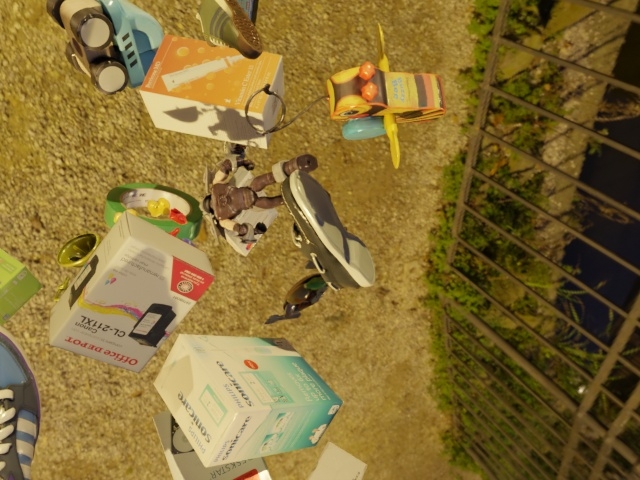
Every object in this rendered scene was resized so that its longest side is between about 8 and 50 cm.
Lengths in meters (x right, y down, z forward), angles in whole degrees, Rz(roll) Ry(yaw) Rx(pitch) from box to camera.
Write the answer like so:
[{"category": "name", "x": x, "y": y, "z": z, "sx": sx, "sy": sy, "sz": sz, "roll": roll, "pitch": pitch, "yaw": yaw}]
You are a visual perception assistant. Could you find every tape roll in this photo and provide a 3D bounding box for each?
[{"category": "tape roll", "x": -0.566, "y": -0.095, "z": 1.806, "sx": 0.321, "sy": 0.321, "sz": 0.077, "roll": -3, "pitch": 123, "yaw": -36}]

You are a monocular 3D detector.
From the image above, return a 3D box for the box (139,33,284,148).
[{"category": "box", "x": -0.297, "y": -0.424, "z": 1.507, "sx": 0.168, "sy": 0.345, "sz": 0.215, "roll": 92, "pitch": 11, "yaw": -66}]

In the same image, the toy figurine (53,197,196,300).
[{"category": "toy figurine", "x": -0.429, "y": 0.060, "z": 1.280, "sx": 0.362, "sy": 0.191, "sz": 0.217, "roll": -18, "pitch": 153, "yaw": 19}]

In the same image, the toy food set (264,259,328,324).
[{"category": "toy food set", "x": -0.029, "y": 0.123, "z": 1.153, "sx": 0.132, "sy": 0.038, "sz": 0.192, "roll": 0, "pitch": 132, "yaw": -51}]

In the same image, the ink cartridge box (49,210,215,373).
[{"category": "ink cartridge box", "x": -0.241, "y": 0.071, "z": 0.677, "sx": 0.127, "sy": 0.072, "sz": 0.175, "roll": 32, "pitch": 102, "yaw": -36}]

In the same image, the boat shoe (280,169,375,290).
[{"category": "boat shoe", "x": 0.000, "y": 0.000, "z": 0.939, "sx": 0.091, "sy": 0.114, "sz": 0.302, "roll": -17, "pitch": 132, "yaw": 22}]

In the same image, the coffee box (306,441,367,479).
[{"category": "coffee box", "x": 0.002, "y": 0.560, "z": 1.106, "sx": 0.141, "sy": 0.098, "sz": 0.247, "roll": -46, "pitch": 157, "yaw": -48}]

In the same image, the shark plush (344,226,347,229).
[{"category": "shark plush", "x": 0.043, "y": -0.012, "z": 1.358, "sx": 0.067, "sy": 0.161, "sz": 0.073, "roll": -22, "pitch": 155, "yaw": 7}]

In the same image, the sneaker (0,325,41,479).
[{"category": "sneaker", "x": -0.385, "y": 0.262, "z": 0.588, "sx": 0.130, "sy": 0.236, "sz": 0.323, "roll": -1, "pitch": 89, "yaw": -28}]

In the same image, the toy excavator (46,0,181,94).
[{"category": "toy excavator", "x": -0.560, "y": -0.617, "z": 1.693, "sx": 0.445, "sy": 0.222, "sz": 0.433, "roll": -33, "pitch": 144, "yaw": -25}]

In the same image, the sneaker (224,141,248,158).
[{"category": "sneaker", "x": -0.290, "y": -0.361, "z": 1.888, "sx": 0.088, "sy": 0.093, "sz": 0.225, "roll": 6, "pitch": 126, "yaw": -21}]

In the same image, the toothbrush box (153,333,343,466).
[{"category": "toothbrush box", "x": -0.136, "y": 0.298, "z": 1.030, "sx": 0.295, "sy": 0.216, "sz": 0.126, "roll": 14, "pitch": 109, "yaw": -48}]

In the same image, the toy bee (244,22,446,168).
[{"category": "toy bee", "x": 0.072, "y": -0.192, "z": 0.744, "sx": 0.298, "sy": 0.162, "sz": 0.195, "roll": -31, "pitch": 99, "yaw": -19}]

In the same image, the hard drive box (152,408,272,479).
[{"category": "hard drive box", "x": -0.226, "y": 0.447, "z": 1.112, "sx": 0.181, "sy": 0.232, "sz": 0.089, "roll": -22, "pitch": 156, "yaw": -19}]

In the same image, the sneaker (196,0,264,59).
[{"category": "sneaker", "x": -0.176, "y": -0.389, "z": 0.987, "sx": 0.086, "sy": 0.192, "sz": 0.064, "roll": -43, "pitch": 156, "yaw": 31}]

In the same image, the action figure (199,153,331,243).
[{"category": "action figure", "x": -0.131, "y": -0.088, "z": 1.057, "sx": 0.099, "sy": 0.285, "sz": 0.185, "roll": -30, "pitch": 108, "yaw": -62}]

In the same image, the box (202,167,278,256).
[{"category": "box", "x": -0.188, "y": -0.066, "z": 1.285, "sx": 0.145, "sy": 0.038, "sz": 0.186, "roll": -54, "pitch": 147, "yaw": -15}]

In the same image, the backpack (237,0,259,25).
[{"category": "backpack", "x": -0.296, "y": -0.782, "z": 1.732, "sx": 0.173, "sy": 0.117, "sz": 0.158, "roll": 20, "pitch": 130, "yaw": 0}]

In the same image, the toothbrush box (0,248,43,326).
[{"category": "toothbrush box", "x": -0.927, "y": 0.149, "z": 1.380, "sx": 0.283, "sy": 0.206, "sz": 0.122, "roll": -54, "pitch": 162, "yaw": -30}]
